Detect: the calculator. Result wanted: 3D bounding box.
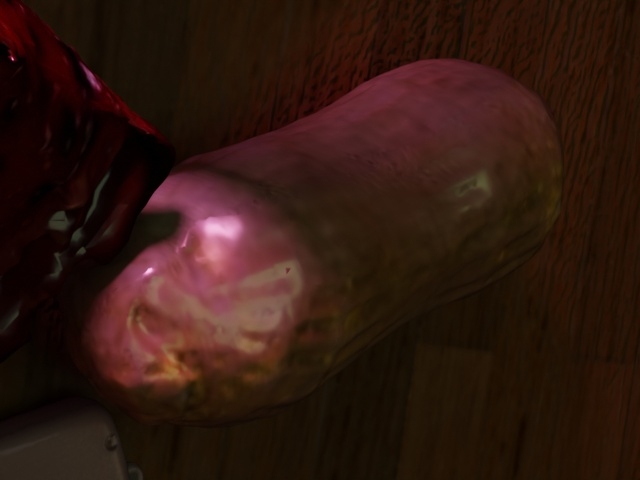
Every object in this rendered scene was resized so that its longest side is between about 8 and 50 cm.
[{"bbox_3d":[-0.155,0.137,0.918,0.175,0.032,0.100,-18,107,-37],"label":"calculator"}]

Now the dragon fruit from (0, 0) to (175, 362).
[{"bbox_3d":[-0.247,-0.059,0.785,0.286,0.228,0.329,-50,152,15],"label":"dragon fruit"}]

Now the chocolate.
[{"bbox_3d":[0.000,0.000,0.969,0.309,0.134,0.134,-28,113,-38],"label":"chocolate"}]
